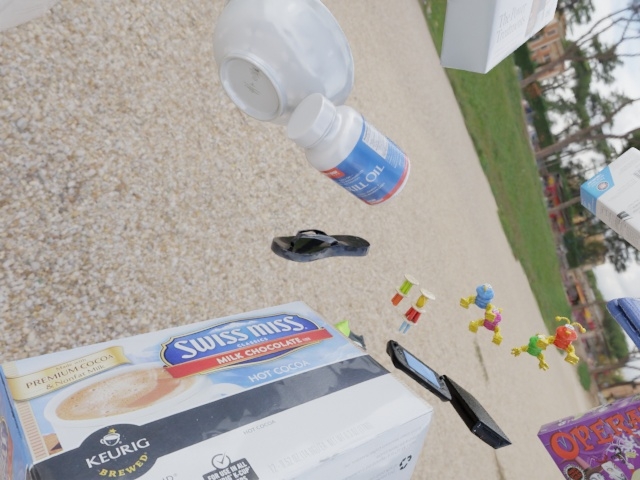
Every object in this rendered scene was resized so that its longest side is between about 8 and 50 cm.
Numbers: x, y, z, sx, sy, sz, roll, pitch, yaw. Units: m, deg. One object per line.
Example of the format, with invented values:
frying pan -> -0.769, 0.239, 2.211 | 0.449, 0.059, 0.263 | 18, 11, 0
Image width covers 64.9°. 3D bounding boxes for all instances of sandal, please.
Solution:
sandal -> 0.000, 0.000, 1.119 | 0.254, 0.097, 0.055 | -4, 117, -36

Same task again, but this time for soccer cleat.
soccer cleat -> 0.092, 0.275, 1.226 | 0.072, 0.060, 0.179 | -28, 80, -40

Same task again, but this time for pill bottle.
pill bottle -> 0.049, -0.162, 0.903 | 0.221, 0.124, 0.124 | 30, 43, -35

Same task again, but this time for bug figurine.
bug figurine -> 0.468, 0.203, 1.197 | 0.072, 0.278, 0.216 | -52, 157, -22

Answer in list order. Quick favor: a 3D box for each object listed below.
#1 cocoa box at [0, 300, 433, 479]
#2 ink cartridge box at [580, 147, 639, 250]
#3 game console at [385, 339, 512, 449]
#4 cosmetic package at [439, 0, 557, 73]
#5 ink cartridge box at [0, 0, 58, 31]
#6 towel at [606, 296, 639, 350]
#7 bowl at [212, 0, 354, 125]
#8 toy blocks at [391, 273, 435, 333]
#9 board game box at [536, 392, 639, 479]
cocoa box -> -0.104, 0.233, 0.502 | 0.346, 0.228, 0.232 | -6, 119, -40
ink cartridge box -> 0.234, -0.021, 0.355 | 0.083, 0.048, 0.028 | 56, 6, 37
game console -> 0.305, 0.372, 1.248 | 0.361, 0.044, 0.213 | 38, 6, -17
cosmetic package -> 0.350, -0.503, 0.903 | 0.377, 0.097, 0.285 | -42, 140, -37
ink cartridge box -> -0.339, -0.386, 0.542 | 0.119, 0.353, 0.207 | -52, 123, -42
towel -> 0.457, 0.154, 0.552 | 0.284, 0.034, 0.209 | 8, 44, -29
bowl -> -0.095, -0.319, 0.945 | 0.134, 0.297, 0.298 | -56, 129, -27
toy blocks -> 0.259, 0.194, 1.518 | 0.054, 0.148, 0.123 | 8, 29, -49
board game box -> 0.562, 0.348, 0.811 | 0.056, 0.347, 0.208 | -13, 68, -49
